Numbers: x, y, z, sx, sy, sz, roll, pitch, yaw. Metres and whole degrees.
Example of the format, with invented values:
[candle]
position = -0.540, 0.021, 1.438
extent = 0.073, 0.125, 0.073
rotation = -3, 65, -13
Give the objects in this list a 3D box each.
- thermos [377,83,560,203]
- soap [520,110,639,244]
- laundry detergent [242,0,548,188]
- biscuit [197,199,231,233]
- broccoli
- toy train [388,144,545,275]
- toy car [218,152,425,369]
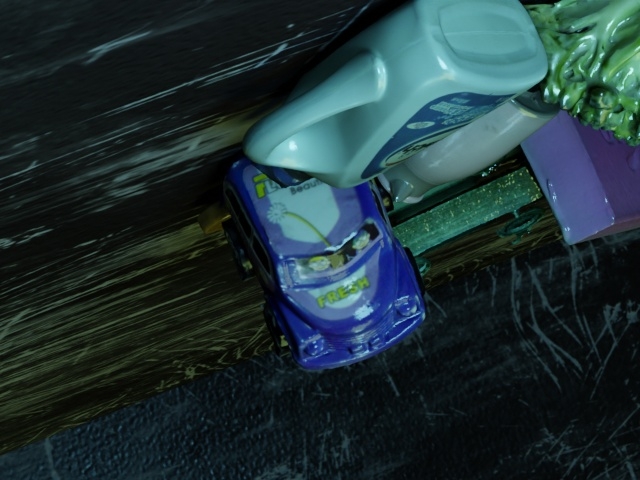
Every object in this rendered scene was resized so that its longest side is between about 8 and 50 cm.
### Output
[thermos]
position = 0.134, -0.119, 1.805
extent = 0.193, 0.105, 0.137
rotation = -42, -156, 37
[soap]
position = 0.357, -0.101, 2.287
extent = 0.081, 0.181, 0.259
rotation = -30, 168, 35
[laundry detergent]
position = 0.038, -0.116, 1.605
extent = 0.280, 0.105, 0.215
rotation = -27, 171, 34
[biscuit]
position = -0.023, -0.062, 1.997
extent = 0.236, 0.040, 0.144
rotation = -19, 166, -23
[broccoli]
position = 0.335, -0.205, 1.695
extent = 0.288, 0.248, 0.245
rotation = -7, 128, -29
[toy train]
position = 0.161, -0.054, 2.364
extent = 0.307, 0.126, 0.189
rotation = -26, -157, 16
[toy car]
position = 0.000, 0.000, 1.828
extent = 0.172, 0.235, 0.158
rotation = -23, 159, -3
